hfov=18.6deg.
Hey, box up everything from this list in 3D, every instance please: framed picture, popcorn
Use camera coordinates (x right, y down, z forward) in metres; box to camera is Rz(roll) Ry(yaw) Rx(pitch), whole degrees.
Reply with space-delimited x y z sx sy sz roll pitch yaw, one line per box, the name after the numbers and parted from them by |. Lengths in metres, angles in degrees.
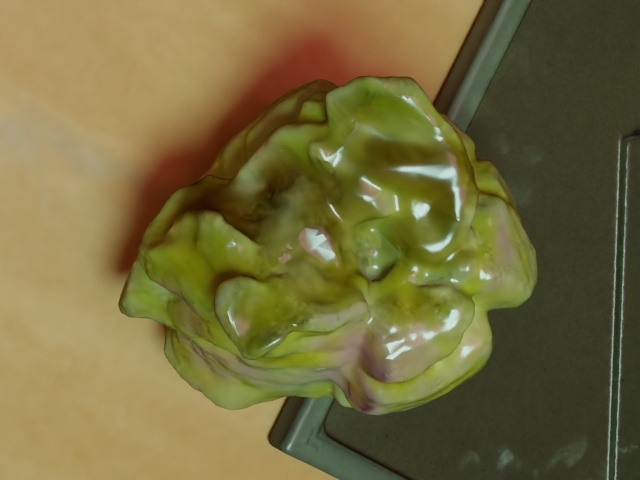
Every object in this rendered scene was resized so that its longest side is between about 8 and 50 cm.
0.110 -0.007 0.655 0.184 0.016 0.250 29 83 -27 | framed picture
-0.001 0.001 0.555 0.089 0.109 0.097 37 41 -50 | popcorn
